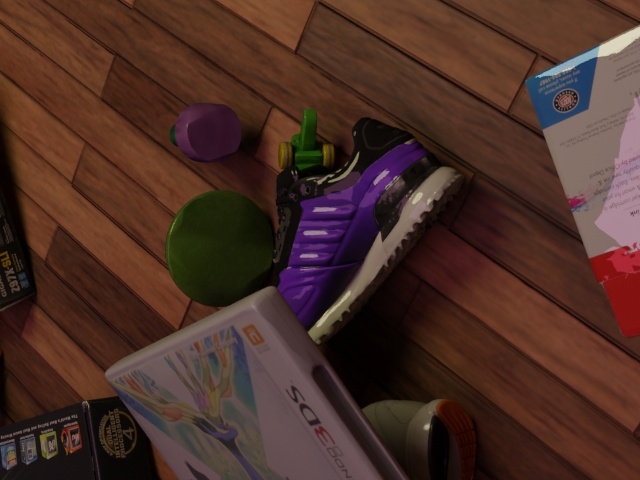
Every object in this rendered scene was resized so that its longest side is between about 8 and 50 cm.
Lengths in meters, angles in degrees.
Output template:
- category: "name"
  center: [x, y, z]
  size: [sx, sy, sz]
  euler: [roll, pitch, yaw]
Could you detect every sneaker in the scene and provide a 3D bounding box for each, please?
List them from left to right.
- category: "sneaker"
  center: [0.000, 0.000, 0.961]
  size: [0.146, 0.102, 0.293]
  euler: [43, 111, 9]
- category: "sneaker"
  center: [0.086, 0.283, 0.960]
  size: [0.121, 0.099, 0.263]
  euler: [2, 89, 43]

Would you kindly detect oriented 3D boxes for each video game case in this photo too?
- category: "video game case"
  center: [-0.053, 0.211, 0.927]
  size: [0.300, 0.036, 0.329]
  euler: [56, 142, -5]

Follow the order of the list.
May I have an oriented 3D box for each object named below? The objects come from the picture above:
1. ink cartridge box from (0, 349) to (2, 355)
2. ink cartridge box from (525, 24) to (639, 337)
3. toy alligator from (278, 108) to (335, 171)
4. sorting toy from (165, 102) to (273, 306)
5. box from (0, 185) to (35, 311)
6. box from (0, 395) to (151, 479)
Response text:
- category: "ink cartridge box"
  center: [-0.523, 0.199, 1.328]
  size: [0.063, 0.109, 0.151]
  euler: [-18, 45, 34]
- category: "ink cartridge box"
  center: [0.276, -0.051, 0.782]
  size: [0.134, 0.078, 0.231]
  euler: [-23, 82, 36]
- category: "toy alligator"
  center: [-0.018, -0.047, 1.017]
  size: [0.051, 0.056, 0.190]
  euler: [-121, 31, -72]
- category: "sorting toy"
  center: [-0.134, 0.030, 1.088]
  size: [0.126, 0.127, 0.366]
  euler: [6, 102, 58]
- category: "box"
  center: [-0.550, -0.057, 1.340]
  size: [0.257, 0.079, 0.322]
  euler: [-4, 107, 38]
- category: "box"
  center: [-0.372, 0.398, 1.276]
  size: [0.394, 0.097, 0.318]
  euler: [-19, 78, 35]
